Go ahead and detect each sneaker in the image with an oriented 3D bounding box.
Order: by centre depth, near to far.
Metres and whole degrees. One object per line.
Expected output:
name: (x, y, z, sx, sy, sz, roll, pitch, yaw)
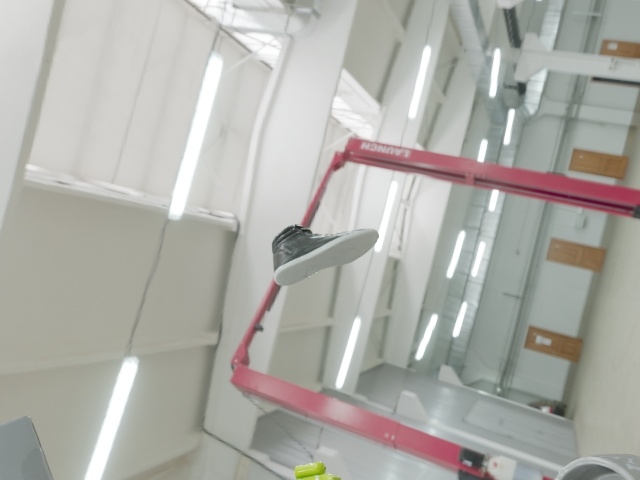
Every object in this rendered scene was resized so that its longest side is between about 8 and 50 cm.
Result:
sneaker: (0.000, 0.000, 1.571, 0.105, 0.295, 0.147, 71, 177, -50)

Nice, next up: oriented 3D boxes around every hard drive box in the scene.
hard drive box: (-0.425, 0.389, 0.827, 0.089, 0.181, 0.232, -12, -40, -38)

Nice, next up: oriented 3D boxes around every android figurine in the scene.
android figurine: (-0.017, 0.747, 1.655, 0.056, 0.272, 0.249, 33, -138, -47)

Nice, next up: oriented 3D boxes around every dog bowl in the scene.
dog bowl: (0.675, 0.670, 1.388, 0.349, 0.102, 0.349, -46, 36, 48)
